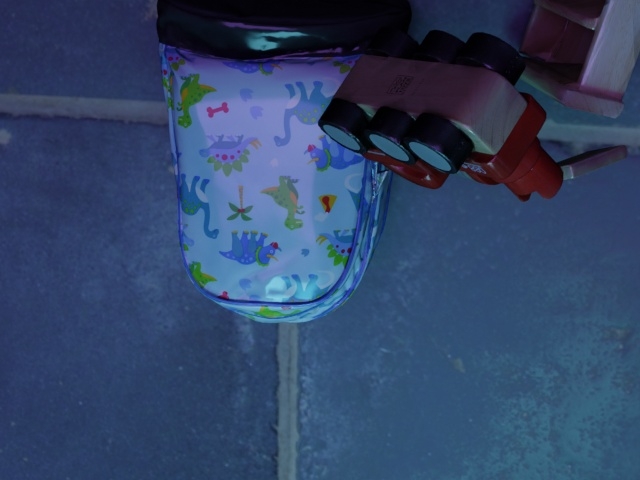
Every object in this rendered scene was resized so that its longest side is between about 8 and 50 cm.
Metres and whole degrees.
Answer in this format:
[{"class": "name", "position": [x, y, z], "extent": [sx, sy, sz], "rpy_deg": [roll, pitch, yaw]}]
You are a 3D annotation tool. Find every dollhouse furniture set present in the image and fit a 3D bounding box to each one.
[{"class": "dollhouse furniture set", "position": [0.127, -0.300, 1.099], "extent": [0.394, 0.362, 0.256], "rpy_deg": [10, 109, -19]}]

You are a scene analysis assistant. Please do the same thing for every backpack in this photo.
[{"class": "backpack", "position": [-0.046, -0.087, 1.269], "extent": [0.290, 0.273, 0.355], "rpy_deg": [4, 119, 0]}]

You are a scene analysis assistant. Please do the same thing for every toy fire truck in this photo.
[{"class": "toy fire truck", "position": [0.161, -0.100, 1.106], "extent": [0.246, 0.217, 0.158], "rpy_deg": [39, 78, -33]}]
